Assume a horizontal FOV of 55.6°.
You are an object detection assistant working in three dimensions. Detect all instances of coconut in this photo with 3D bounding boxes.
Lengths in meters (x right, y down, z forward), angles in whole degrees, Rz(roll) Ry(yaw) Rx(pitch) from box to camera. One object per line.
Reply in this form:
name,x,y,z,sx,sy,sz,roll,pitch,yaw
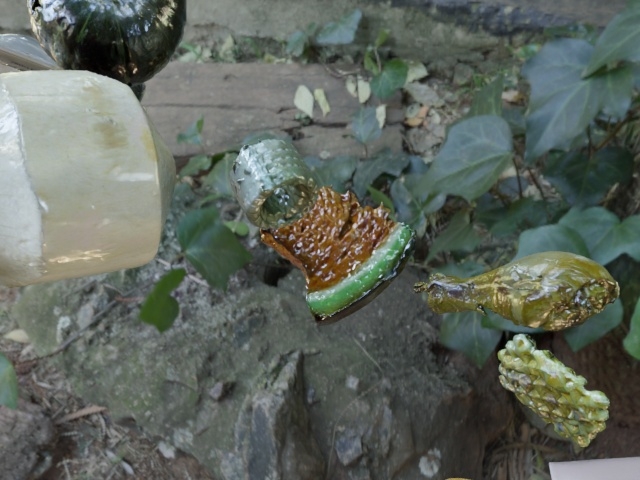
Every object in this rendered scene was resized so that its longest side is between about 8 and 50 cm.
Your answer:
coconut,-0.259,-0.063,0.625,0.242,0.241,0.241,-4,51,5

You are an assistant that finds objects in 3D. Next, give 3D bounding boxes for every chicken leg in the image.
chicken leg,0.403,0.109,1.314,0.430,0.152,0.201,-6,29,40

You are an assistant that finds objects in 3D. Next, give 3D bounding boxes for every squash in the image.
squash,-0.255,-0.282,0.738,0.193,0.155,0.193,2,61,-4

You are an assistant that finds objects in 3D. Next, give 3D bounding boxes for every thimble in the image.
thimble,-0.051,-0.059,0.645,0.084,0.110,0.062,-36,68,8

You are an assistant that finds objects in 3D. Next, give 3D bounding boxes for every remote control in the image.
remote control,-0.488,-0.309,1.013,0.110,0.055,0.313,16,7,-27

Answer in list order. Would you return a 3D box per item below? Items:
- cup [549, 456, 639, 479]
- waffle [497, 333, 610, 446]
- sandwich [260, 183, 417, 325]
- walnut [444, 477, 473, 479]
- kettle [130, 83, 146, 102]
cup,0.303,0.259,0.480,0.201,0.252,0.191,-13,52,17
waffle,0.419,0.281,1.126,0.054,0.204,0.223,-39,58,-18
sandwich,0.000,0.000,1.138,0.301,0.162,0.250,44,73,3
walnut,0.266,0.507,1.054,0.207,0.159,0.159,36,64,29
kettle,-0.418,-0.168,1.111,0.320,0.228,0.324,-56,22,7
